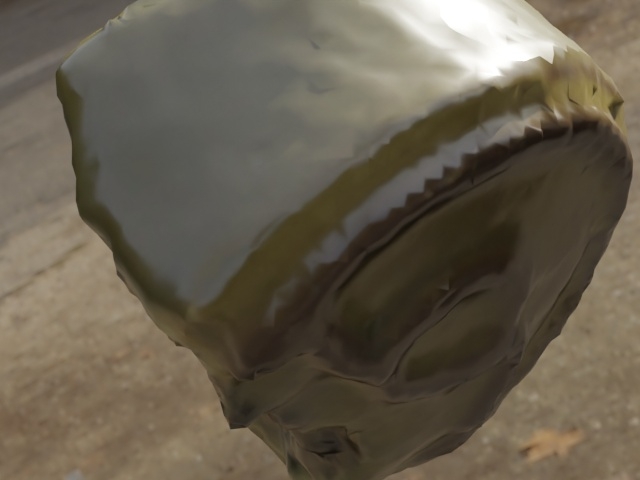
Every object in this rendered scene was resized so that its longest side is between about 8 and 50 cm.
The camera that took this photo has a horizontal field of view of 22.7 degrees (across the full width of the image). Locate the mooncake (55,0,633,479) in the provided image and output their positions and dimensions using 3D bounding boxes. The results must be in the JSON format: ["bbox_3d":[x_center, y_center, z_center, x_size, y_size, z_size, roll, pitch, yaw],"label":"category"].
[{"bbox_3d":[0.000,0.000,0.977,0.394,0.246,0.393,-9,-37,-49],"label":"mooncake"}]
